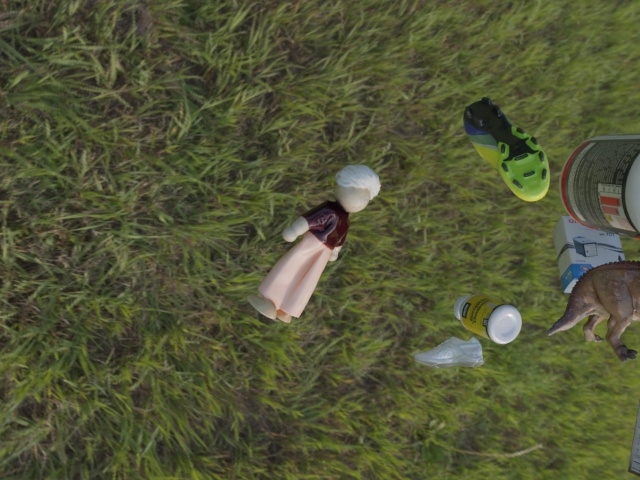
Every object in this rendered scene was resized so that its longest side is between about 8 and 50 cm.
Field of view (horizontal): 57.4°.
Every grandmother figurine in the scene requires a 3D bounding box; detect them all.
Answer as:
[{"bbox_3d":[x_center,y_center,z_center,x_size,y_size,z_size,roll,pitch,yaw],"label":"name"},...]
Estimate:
[{"bbox_3d":[0.000,0.000,1.146,0.342,0.104,0.208,-55,163,2],"label":"grandmother figurine"}]

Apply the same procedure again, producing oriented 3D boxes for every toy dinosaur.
[{"bbox_3d":[0.510,0.074,0.943,0.127,0.296,0.200,-39,119,-71],"label":"toy dinosaur"}]

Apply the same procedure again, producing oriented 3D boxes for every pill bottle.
[{"bbox_3d":[0.637,-0.101,1.114,0.210,0.363,0.210,-1,99,-6],"label":"pill bottle"},{"bbox_3d":[0.437,0.201,1.555,0.103,0.184,0.103,-3,99,-21],"label":"pill bottle"}]

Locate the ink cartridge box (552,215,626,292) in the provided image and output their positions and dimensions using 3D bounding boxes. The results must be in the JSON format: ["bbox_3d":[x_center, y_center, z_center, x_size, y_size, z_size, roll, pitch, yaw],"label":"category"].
[{"bbox_3d":[0.683,0.036,1.487,0.082,0.140,0.190,88,4,-59],"label":"ink cartridge box"}]

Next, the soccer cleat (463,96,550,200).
[{"bbox_3d":[0.385,-0.178,1.202,0.093,0.289,0.121,-26,141,6],"label":"soccer cleat"}]

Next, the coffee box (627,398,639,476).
[{"bbox_3d":[0.873,0.441,1.438,0.168,0.119,0.297,4,94,-37],"label":"coffee box"}]

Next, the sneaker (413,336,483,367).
[{"bbox_3d":[0.280,0.245,1.279,0.054,0.152,0.061,43,45,-53],"label":"sneaker"}]
